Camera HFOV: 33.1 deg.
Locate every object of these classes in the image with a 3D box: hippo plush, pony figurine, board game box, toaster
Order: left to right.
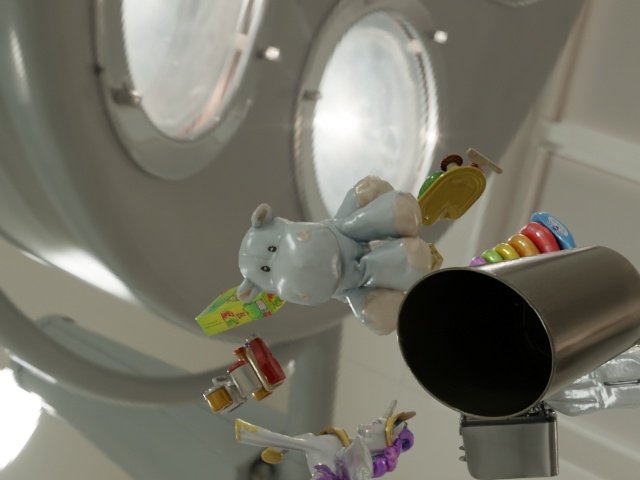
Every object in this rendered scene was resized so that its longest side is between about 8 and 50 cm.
[{"bbox_3d":[-0.129,0.109,1.903,0.043,0.181,0.092,58,-137,-11],"label":"board game box"},{"bbox_3d":[0.000,0.000,1.622,0.237,0.294,0.234,13,-85,-42],"label":"hippo plush"},{"bbox_3d":[0.024,0.464,2.092,0.351,0.364,0.302,-96,-3,-50],"label":"pony figurine"},{"bbox_3d":[0.327,0.332,1.839,0.168,0.186,0.110,-22,-72,-83],"label":"toaster"}]

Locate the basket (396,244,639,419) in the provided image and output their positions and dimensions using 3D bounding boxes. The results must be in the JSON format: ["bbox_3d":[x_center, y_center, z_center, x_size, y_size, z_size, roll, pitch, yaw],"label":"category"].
[{"bbox_3d":[0.231,0.085,1.145,0.227,0.204,0.154,-12,-80,-41],"label":"basket"}]

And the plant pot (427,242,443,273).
[{"bbox_3d":[0.229,0.050,2.449,0.083,0.081,0.081,-40,-13,25],"label":"plant pot"}]

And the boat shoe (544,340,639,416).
[{"bbox_3d":[0.447,0.202,1.660,0.119,0.335,0.121,-17,-86,-25],"label":"boat shoe"}]

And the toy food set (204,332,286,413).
[{"bbox_3d":[-0.139,0.230,1.909,0.111,0.104,0.232,-35,-13,18],"label":"toy food set"}]

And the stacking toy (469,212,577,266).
[{"bbox_3d":[0.354,0.074,2.144,0.302,0.175,0.165,-18,-53,-12],"label":"stacking toy"}]

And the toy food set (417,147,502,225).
[{"bbox_3d":[0.284,-0.126,2.331,0.128,0.071,0.218,20,-54,-35],"label":"toy food set"}]
